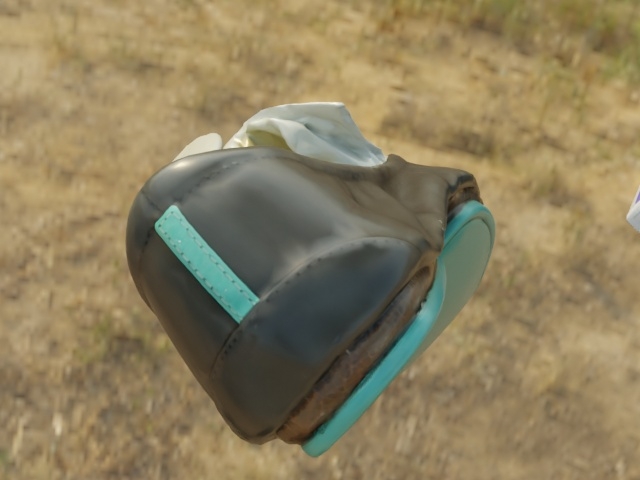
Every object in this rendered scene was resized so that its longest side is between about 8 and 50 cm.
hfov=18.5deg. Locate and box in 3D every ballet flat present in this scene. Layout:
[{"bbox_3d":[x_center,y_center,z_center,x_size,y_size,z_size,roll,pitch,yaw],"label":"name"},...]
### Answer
[{"bbox_3d":[0.000,0.000,0.624,0.096,0.280,0.095,41,93,5],"label":"ballet flat"}]

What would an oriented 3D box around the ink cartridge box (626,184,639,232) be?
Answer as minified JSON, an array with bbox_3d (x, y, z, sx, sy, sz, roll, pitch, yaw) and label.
[{"bbox_3d":[0.241,-0.103,0.925,0.045,0.206,0.208,41,31,-5],"label":"ink cartridge box"}]
